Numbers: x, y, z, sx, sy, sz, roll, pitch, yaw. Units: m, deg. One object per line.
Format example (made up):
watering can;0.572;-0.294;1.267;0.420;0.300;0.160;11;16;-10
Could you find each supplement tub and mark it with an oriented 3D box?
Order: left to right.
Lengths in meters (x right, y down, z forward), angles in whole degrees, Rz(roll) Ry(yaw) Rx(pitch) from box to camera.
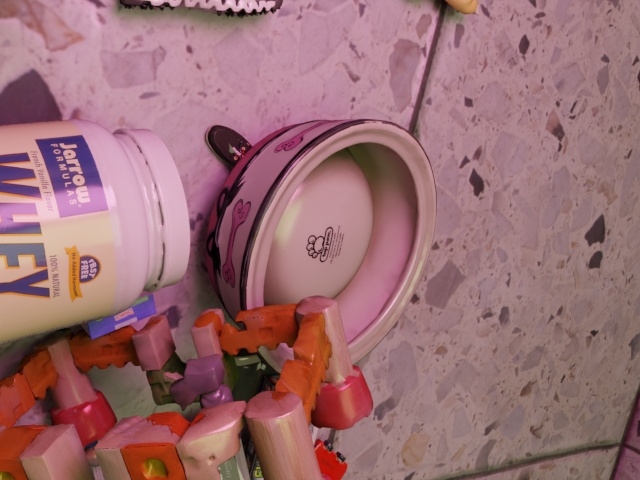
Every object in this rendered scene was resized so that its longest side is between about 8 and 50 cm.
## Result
supplement tub;-0.335;-0.010;0.703;0.324;0.235;0.236;-14;112;-34

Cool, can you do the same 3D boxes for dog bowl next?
dog bowl;0.000;0.000;0.987;0.407;0.150;0.408;-23;125;-38

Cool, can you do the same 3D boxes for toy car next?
toy car;-0.040;0.331;1.150;0.238;0.053;0.225;12;93;-33

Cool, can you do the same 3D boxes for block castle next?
block castle;-0.178;0.237;0.736;0.303;0.452;0.213;-64;143;-68

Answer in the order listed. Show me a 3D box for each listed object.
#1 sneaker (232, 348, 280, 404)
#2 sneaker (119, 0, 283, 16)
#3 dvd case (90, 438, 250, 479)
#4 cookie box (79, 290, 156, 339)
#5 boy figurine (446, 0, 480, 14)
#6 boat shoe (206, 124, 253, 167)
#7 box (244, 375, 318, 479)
sneaker;-0.070;0.222;1.089;0.221;0.083;0.118;-4;111;-26
sneaker;-0.149;-0.355;0.840;0.234;0.078;0.106;-9;112;-33
dvd case;-0.225;0.386;0.970;0.238;0.029;0.180;-11;82;-23
cookie box;-0.284;0.081;0.854;0.091;0.107;0.040;-22;116;-31
boy figurine;0.245;-0.475;1.097;0.285;0.092;0.177;-29;120;-26
boat shoe;-0.116;-0.129;0.961;0.133;0.042;0.049;41;79;-37
box;-0.061;0.325;1.061;0.114;0.036;0.207;7;105;-32
